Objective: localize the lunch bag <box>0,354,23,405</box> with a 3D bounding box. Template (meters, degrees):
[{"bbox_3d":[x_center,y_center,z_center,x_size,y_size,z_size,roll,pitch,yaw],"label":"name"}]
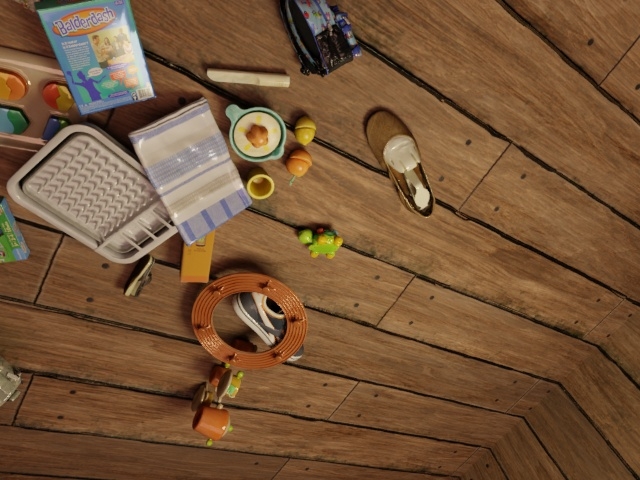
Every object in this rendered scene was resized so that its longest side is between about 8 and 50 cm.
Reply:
[{"bbox_3d":[-0.934,0.318,1.155,0.256,0.213,0.305,-14,128,19],"label":"lunch bag"}]

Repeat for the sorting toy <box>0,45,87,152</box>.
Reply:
[{"bbox_3d":[-0.595,-0.280,0.987,0.193,0.038,0.208,8,121,-22],"label":"sorting toy"}]

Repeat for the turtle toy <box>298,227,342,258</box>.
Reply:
[{"bbox_3d":[0.000,0.000,1.346,0.130,0.066,0.095,6,145,-18],"label":"turtle toy"}]

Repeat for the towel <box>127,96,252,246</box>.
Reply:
[{"bbox_3d":[-0.284,-0.157,1.077,0.209,0.034,0.285,-38,120,-33],"label":"towel"}]

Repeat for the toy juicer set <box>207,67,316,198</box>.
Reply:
[{"bbox_3d":[-0.114,-0.264,1.115,0.209,0.089,0.329,-18,126,-4],"label":"toy juicer set"}]

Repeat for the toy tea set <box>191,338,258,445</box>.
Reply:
[{"bbox_3d":[-0.290,0.482,1.512,0.124,0.200,0.336,30,106,-22],"label":"toy tea set"}]

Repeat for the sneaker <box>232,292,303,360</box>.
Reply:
[{"bbox_3d":[-0.122,0.252,1.446,0.127,0.126,0.321,-31,125,12],"label":"sneaker"}]

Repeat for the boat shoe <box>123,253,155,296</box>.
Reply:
[{"bbox_3d":[-0.481,0.097,1.277,0.049,0.056,0.152,24,124,-35],"label":"boat shoe"}]

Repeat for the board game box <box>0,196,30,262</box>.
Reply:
[{"bbox_3d":[-0.825,-0.011,1.101,0.211,0.039,0.160,-9,126,-10],"label":"board game box"}]

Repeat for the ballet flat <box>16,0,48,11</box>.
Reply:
[{"bbox_3d":[-0.521,-0.523,0.819,0.077,0.091,0.241,9,119,3],"label":"ballet flat"}]

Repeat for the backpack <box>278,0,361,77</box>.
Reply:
[{"bbox_3d":[-0.009,-0.446,0.990,0.117,0.158,0.173,-31,115,-5],"label":"backpack"}]

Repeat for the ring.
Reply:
[{"bbox_3d":[-0.204,0.243,1.355,0.336,0.032,0.337,1,117,1],"label":"ring"}]

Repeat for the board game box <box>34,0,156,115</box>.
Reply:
[{"bbox_3d":[-0.432,-0.367,0.929,0.160,0.047,0.210,-21,140,-19],"label":"board game box"}]

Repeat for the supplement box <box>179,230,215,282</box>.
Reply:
[{"bbox_3d":[-0.323,-0.002,1.240,0.078,0.080,0.233,4,124,-20],"label":"supplement box"}]

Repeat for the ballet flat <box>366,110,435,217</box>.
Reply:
[{"bbox_3d":[0.230,-0.185,1.254,0.116,0.124,0.342,-29,127,3],"label":"ballet flat"}]

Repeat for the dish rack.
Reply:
[{"bbox_3d":[-0.493,-0.106,1.089,0.285,0.072,0.333,-31,130,21],"label":"dish rack"}]
